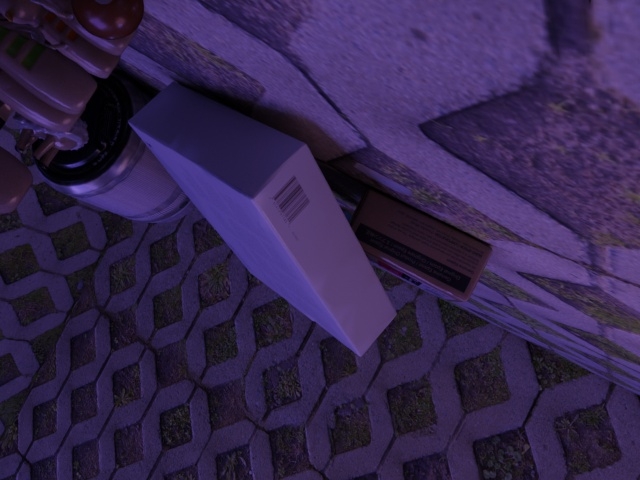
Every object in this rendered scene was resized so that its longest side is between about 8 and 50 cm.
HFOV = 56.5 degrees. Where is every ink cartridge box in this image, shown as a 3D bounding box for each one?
[{"bbox_3d":[0.144,0.016,0.920,0.193,0.088,0.235,26,178,9],"label":"ink cartridge box"}]

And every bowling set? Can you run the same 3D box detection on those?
[{"bbox_3d":[-0.248,-0.187,0.499,0.154,0.200,0.287,34,-142,-24],"label":"bowling set"}]

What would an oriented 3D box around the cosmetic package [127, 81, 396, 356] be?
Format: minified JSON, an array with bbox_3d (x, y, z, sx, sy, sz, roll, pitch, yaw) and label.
[{"bbox_3d":[-0.069,-0.022,0.840,0.284,0.097,0.377,29,161,38],"label":"cosmetic package"}]

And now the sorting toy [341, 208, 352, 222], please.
[{"bbox_3d":[0.038,-0.045,1.320,0.196,0.047,0.348,31,180,38],"label":"sorting toy"}]

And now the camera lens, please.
[{"bbox_3d":[-0.349,-0.158,1.073,0.219,0.219,0.274,27,178,23],"label":"camera lens"}]

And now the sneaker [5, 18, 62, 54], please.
[{"bbox_3d":[-0.574,-0.348,1.024,0.269,0.101,0.153,22,178,-13],"label":"sneaker"}]

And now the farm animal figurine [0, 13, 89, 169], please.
[{"bbox_3d":[-0.501,-0.280,0.819,0.327,0.172,0.330,25,164,17],"label":"farm animal figurine"}]
